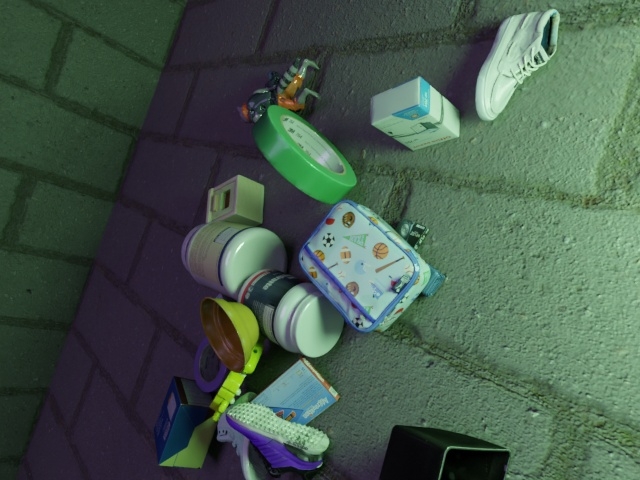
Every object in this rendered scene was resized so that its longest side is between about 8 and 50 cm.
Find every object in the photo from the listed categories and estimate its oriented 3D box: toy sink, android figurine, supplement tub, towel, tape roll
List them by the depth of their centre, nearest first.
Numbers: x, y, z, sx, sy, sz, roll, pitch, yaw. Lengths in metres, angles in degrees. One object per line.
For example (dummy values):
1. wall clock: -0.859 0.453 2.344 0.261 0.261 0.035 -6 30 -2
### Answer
1. towel: 0.238 0.079 1.090 0.067 0.029 0.119 -58 45 12
2. supplement tub: -0.086 0.195 1.253 0.272 0.191 0.191 14 86 46
3. tape roll: -0.040 -0.241 1.271 0.077 0.321 0.321 -45 49 22
4. android figurine: -0.239 0.390 1.316 0.248 0.056 0.273 -57 4 40
5. supplement tub: -0.288 0.059 1.473 0.324 0.235 0.236 12 84 46
6. tape roll: -0.335 0.407 1.505 0.189 0.080 0.189 -18 64 41
7. toy sink: -0.330 -0.117 1.653 0.234 0.131 0.153 -18 63 41

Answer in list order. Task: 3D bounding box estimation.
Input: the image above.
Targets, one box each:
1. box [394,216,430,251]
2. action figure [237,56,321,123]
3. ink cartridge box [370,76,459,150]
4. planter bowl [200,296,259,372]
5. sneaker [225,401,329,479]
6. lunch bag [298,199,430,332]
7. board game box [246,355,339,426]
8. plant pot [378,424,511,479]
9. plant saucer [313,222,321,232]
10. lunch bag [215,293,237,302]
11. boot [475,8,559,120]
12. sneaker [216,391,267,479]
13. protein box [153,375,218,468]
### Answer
1. box: 0.222 -0.015 1.137 0.083 0.018 0.067 30 84 46
2. action figure: -0.162 -0.531 1.611 0.330 0.178 0.342 -24 61 26
3. ink cartridge box: 0.235 -0.304 1.115 0.139 0.190 0.082 -11 70 43
4. planter bowl: -0.227 0.234 1.211 0.217 0.090 0.217 29 130 40
5. sneaker: -0.131 0.539 1.185 0.293 0.102 0.146 16 100 21
6. lunch bag: 0.097 0.069 1.093 0.243 0.115 0.303 -50 60 14
7. board game box: -0.091 0.446 1.232 0.145 0.027 0.281 48 114 6
8. plant pot: 0.220 0.455 0.872 0.167 0.188 0.188 8 82 58
9. plant saucer: 0.000 0.000 1.328 0.119 0.021 0.120 -175 90 -68
10. lunch bag: -0.318 0.229 1.560 0.053 0.071 0.083 -41 48 22
11. boot: 0.441 -0.394 1.009 0.123 0.095 0.258 13 84 53
12. sneaker: -0.231 0.593 1.321 0.151 0.094 0.256 -37 42 22
13. protein box: -0.432 0.580 1.460 0.201 0.135 0.200 21 91 64
